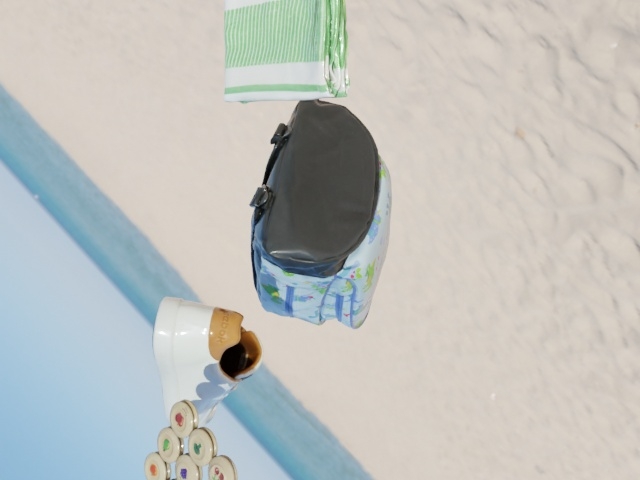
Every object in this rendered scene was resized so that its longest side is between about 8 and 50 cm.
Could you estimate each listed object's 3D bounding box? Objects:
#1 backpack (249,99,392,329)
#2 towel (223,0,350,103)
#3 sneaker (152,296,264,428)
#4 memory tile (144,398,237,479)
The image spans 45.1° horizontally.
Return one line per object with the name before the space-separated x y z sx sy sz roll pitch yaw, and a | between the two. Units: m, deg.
backpack | 0.000 0.000 1.226 0.273 0.290 0.355 18 148 -10
towel | -0.057 -0.334 0.940 0.248 0.038 0.325 10 106 51
sneaker | -0.135 0.175 0.985 0.123 0.106 0.290 5 148 0
memory tile | -0.122 0.243 0.759 0.012 0.113 0.148 0 -143 -49
